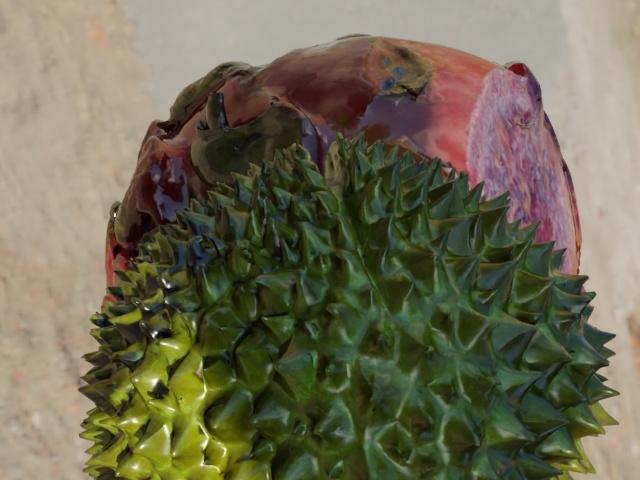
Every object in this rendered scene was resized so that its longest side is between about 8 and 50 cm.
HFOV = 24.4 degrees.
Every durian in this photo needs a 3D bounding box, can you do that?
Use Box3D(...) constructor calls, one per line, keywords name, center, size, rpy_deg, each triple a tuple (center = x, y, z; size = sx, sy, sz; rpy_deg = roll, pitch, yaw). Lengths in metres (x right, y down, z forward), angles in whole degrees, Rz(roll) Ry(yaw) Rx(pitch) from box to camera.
Box3D(name="durian", center=(-0.003, 0.063, 0.467), size=(0.159, 0.198, 0.146), rpy_deg=(25, 33, -17))

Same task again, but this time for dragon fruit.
Box3D(name="dragon fruit", center=(0.000, 0.000, 0.882), size=(0.250, 0.291, 0.269), rpy_deg=(63, 37, -21))
